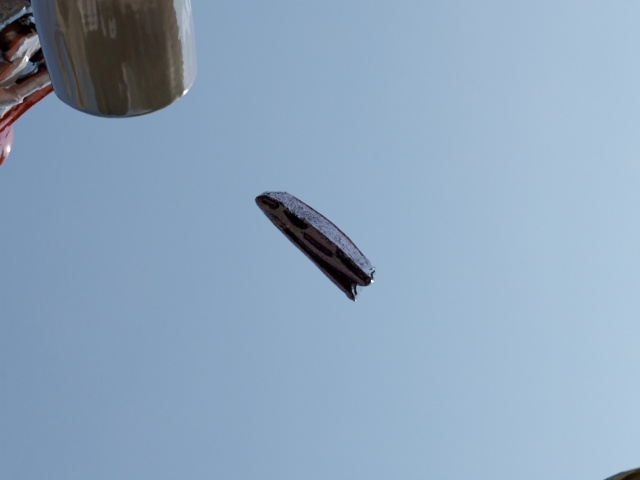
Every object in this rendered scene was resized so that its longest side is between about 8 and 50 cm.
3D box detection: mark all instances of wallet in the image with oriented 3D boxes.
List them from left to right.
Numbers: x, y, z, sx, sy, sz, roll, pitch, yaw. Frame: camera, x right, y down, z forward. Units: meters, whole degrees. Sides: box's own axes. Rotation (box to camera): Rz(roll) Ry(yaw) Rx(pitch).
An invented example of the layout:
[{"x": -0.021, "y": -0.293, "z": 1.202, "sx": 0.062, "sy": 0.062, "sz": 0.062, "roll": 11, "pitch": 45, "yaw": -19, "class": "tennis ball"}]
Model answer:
[{"x": 0.001, "y": -0.001, "z": 0.961, "sx": 0.030, "sy": 0.166, "sz": 0.111, "roll": -45, "pitch": -92, "yaw": 3, "class": "wallet"}]

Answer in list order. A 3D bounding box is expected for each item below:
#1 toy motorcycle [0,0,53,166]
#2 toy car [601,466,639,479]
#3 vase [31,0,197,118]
[{"x": -0.303, "y": -0.086, "z": 0.956, "sx": 0.089, "sy": 0.171, "sz": 0.298, "roll": 43, "pitch": -83, "yaw": 13, "class": "toy motorcycle"}, {"x": 0.118, "y": 0.256, "z": 0.585, "sx": 0.336, "sy": 0.226, "sz": 0.242, "roll": -8, "pitch": -126, "yaw": 19, "class": "toy car"}, {"x": -0.070, "y": -0.094, "z": 0.385, "sx": 0.053, "sy": 0.100, "sz": 0.053, "roll": -1, "pitch": -139, "yaw": 1, "class": "vase"}]
